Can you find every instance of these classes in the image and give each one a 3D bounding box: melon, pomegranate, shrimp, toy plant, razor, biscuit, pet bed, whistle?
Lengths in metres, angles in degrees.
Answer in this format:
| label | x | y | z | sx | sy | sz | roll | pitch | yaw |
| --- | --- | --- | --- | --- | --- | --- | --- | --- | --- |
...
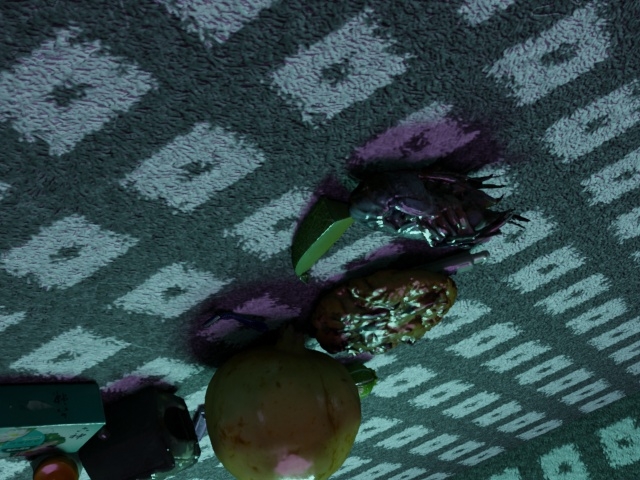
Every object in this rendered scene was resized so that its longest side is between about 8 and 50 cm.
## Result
| label | x | y | z | sx | sy | sz | roll | pitch | yaw |
| --- | --- | --- | --- | --- | --- | --- | --- | --- | --- |
| melon | 0.000 | 0.001 | 1.501 | 0.114 | 0.053 | 0.262 | -26 | 161 | -29 |
| pomegranate | -0.074 | 0.337 | 1.775 | 0.342 | 0.342 | 0.342 | -15 | 152 | -9 |
| shrimp | 0.219 | -0.039 | 1.420 | 0.372 | 0.172 | 0.137 | 1 | 141 | -21 |
| toy plant | 0.059 | 0.343 | 2.072 | 0.162 | 0.093 | 0.093 | -13 | 151 | -21 |
| razor | -0.157 | 0.154 | 1.664 | 0.044 | 0.028 | 0.154 | -38 | 146 | 30 |
| biscuit | 0.125 | 0.158 | 1.767 | 0.289 | 0.081 | 0.334 | 2 | 149 | -24 |
| pet bed | -0.387 | 0.423 | 1.835 | 0.211 | 0.183 | 0.159 | -27 | 158 | 17 |
| whistle | -0.286 | 0.442 | 2.084 | 0.033 | 0.033 | 0.176 | -7 | 149 | -23 |

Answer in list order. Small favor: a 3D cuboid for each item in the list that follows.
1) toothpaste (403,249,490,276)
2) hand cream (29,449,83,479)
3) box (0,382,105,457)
| label | x | y | z | sx | sy | sz | roll | pitch | yaw |
| --- | --- | --- | --- | --- | --- | --- | --- | --- | --- |
| toothpaste | 0.216 | 0.063 | 1.741 | 0.255 | 0.037 | 0.067 | -16 | 154 | 1 |
| hand cream | -0.554 | 0.486 | 1.858 | 0.140 | 0.089 | 0.314 | -11 | 177 | -18 |
| box | -0.562 | 0.349 | 1.679 | 0.245 | 0.092 | 0.153 | 6 | 142 | -39 |
